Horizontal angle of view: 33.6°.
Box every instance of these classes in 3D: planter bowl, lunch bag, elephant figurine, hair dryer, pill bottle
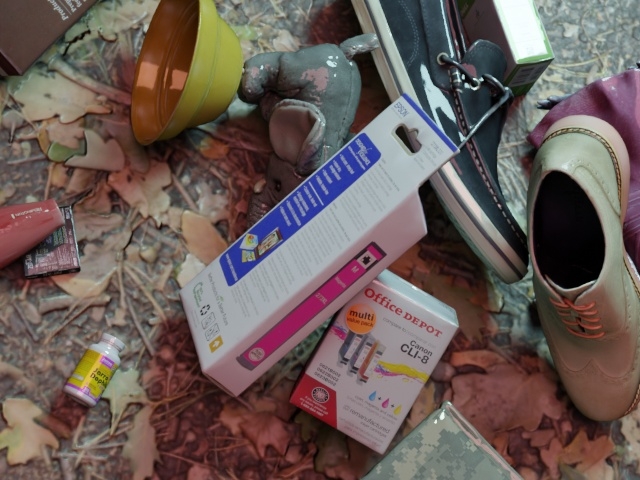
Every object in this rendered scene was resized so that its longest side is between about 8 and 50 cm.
[{"bbox_3d":[-0.157,-0.213,1.327,0.090,0.217,0.217,14,68,-28],"label":"planter bowl"},{"bbox_3d":[0.150,0.368,1.191,0.235,0.169,0.287,-40,78,-20],"label":"lunch bag"},{"bbox_3d":[-0.014,-0.114,1.330,0.169,0.186,0.239,-2,67,-17],"label":"elephant figurine"},{"bbox_3d":[-0.451,-0.042,1.257,0.293,0.080,0.223,12,70,-2],"label":"hair dryer"},{"bbox_3d":[-0.266,0.152,1.252,0.043,0.043,0.083,28,69,0],"label":"pill bottle"}]

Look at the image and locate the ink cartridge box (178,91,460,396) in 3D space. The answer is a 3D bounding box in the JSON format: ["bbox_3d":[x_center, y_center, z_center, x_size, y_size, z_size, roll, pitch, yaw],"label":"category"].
[{"bbox_3d":[0.000,0.000,1.209,0.371,0.176,0.069,-43,122,9],"label":"ink cartridge box"}]

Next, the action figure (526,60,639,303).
[{"bbox_3d":[0.425,-0.038,1.398,0.276,0.248,0.370,-3,69,-40],"label":"action figure"}]

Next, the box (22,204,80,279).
[{"bbox_3d":[-0.335,0.002,1.304,0.067,0.018,0.083,-10,74,-13],"label":"box"}]

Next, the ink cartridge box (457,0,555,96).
[{"bbox_3d":[0.247,-0.314,1.471,0.062,0.109,0.209,-13,74,-15],"label":"ink cartridge box"}]

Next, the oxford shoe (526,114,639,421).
[{"bbox_3d":[0.301,0.061,1.252,0.146,0.140,0.397,-44,124,-52],"label":"oxford shoe"}]

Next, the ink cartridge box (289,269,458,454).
[{"bbox_3d":[0.064,0.131,1.242,0.128,0.127,0.176,29,97,1],"label":"ink cartridge box"}]

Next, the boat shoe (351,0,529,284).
[{"bbox_3d":[0.176,-0.184,1.367,0.156,0.187,0.500,-23,71,9],"label":"boat shoe"}]

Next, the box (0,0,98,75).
[{"bbox_3d":[-0.336,-0.401,1.339,0.381,0.143,0.191,-51,123,-23],"label":"box"}]
